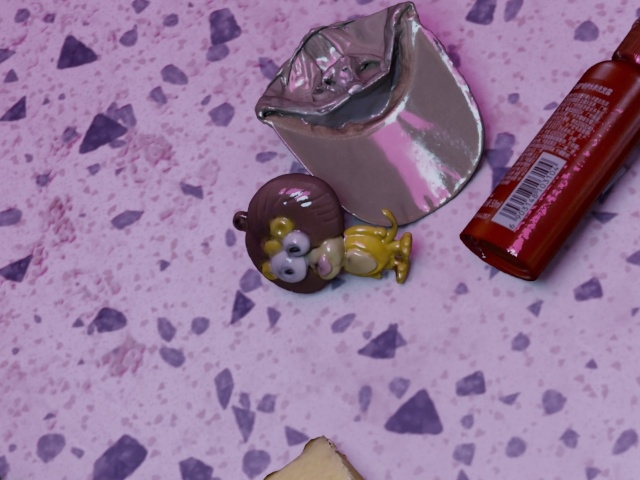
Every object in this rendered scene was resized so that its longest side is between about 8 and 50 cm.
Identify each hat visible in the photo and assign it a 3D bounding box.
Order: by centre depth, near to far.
[{"bbox_3d":[0.056,-0.137,1.917,0.214,0.149,0.245,-33,94,1],"label":"hat"}]

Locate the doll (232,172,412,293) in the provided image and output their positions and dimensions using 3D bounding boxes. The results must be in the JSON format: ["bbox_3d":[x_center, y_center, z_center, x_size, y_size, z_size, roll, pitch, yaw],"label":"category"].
[{"bbox_3d":[0.001,-0.007,1.823,0.188,0.145,0.096,-4,39,22],"label":"doll"}]

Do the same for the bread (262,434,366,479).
[{"bbox_3d":[-0.053,0.319,1.655,0.263,0.198,0.236,-38,49,-3],"label":"bread"}]

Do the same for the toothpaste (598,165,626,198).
[{"bbox_3d":[0.289,-0.050,1.807,0.083,0.015,0.024,-43,49,2],"label":"toothpaste"}]

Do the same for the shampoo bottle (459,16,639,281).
[{"bbox_3d":[0.274,-0.099,1.793,0.314,0.076,0.118,-52,24,-10],"label":"shampoo bottle"}]
